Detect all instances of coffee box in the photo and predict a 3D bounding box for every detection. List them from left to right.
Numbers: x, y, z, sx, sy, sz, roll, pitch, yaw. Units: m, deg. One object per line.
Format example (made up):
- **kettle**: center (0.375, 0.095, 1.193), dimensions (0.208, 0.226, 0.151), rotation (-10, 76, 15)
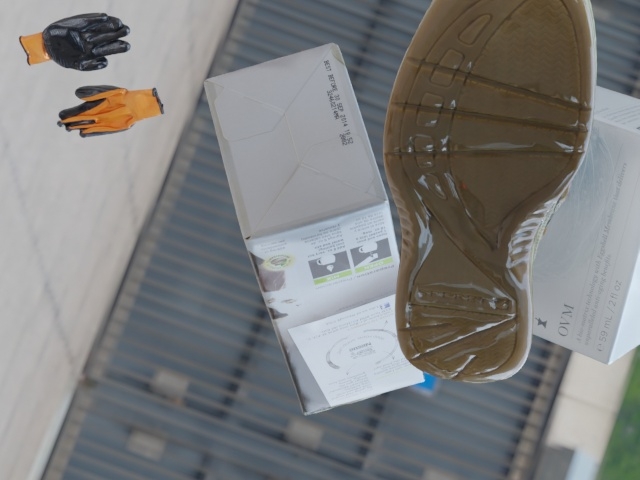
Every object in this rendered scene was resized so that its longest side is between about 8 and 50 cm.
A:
- **coffee box**: center (0.000, 0.000, 1.357), dimensions (0.297, 0.119, 0.168), rotation (74, 0, -56)

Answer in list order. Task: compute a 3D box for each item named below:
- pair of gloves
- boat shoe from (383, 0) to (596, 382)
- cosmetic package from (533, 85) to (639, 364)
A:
- **pair of gloves**: center (-0.144, -0.104, 1.009), dimensions (0.010, 0.074, 0.083), rotation (-74, 147, -56)
- **boat shoe**: center (0.110, -0.059, 1.029), dimensions (0.123, 0.123, 0.342), rotation (-73, 167, -45)
- **cosmetic package**: center (0.231, -0.034, 1.552), dimensions (0.138, 0.225, 0.224), rotation (-20, 126, -54)
